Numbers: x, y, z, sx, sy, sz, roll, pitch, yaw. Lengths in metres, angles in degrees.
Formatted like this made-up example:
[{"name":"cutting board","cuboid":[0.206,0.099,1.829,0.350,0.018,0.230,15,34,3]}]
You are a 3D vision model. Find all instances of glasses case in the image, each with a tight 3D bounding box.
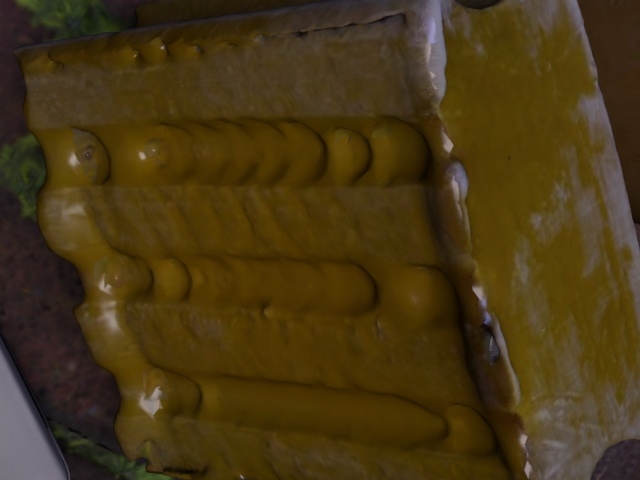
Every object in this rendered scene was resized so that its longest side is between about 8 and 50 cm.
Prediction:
[{"name":"glasses case","cuboid":[-0.240,0.094,0.949,0.092,0.059,0.233,-25,110,-2]}]

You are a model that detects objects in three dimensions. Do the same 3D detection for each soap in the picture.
[{"name":"soap","cuboid":[0.000,0.000,0.831,0.156,0.335,0.293,-29,110,-42]}]

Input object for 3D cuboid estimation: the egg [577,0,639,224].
[{"name":"egg","cuboid":[0.266,-0.161,0.863,0.374,0.301,0.301,-25,109,-9]}]
